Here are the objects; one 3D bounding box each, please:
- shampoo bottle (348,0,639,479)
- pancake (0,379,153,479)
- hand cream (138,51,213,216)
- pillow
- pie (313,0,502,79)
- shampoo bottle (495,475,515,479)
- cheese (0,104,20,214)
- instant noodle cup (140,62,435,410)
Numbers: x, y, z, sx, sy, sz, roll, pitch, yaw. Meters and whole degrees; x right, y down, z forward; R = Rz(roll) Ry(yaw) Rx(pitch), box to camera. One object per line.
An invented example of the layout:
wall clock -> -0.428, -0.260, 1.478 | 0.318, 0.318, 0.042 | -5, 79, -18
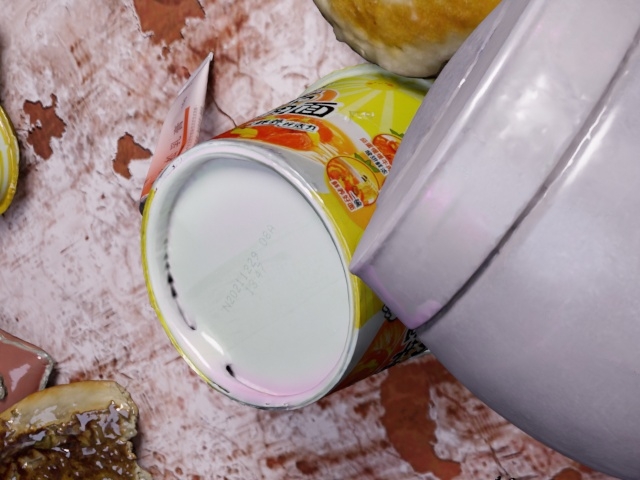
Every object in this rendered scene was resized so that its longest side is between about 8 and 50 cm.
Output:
shampoo bottle -> 0.174, -0.015, 0.570 | 0.266, 0.273, 0.273 | 33, 126, -3
pancake -> -0.278, 0.279, 1.155 | 0.244, 0.057, 0.266 | 45, 116, -8
hand cream -> -0.124, -0.081, 0.858 | 0.052, 0.216, 0.038 | -15, 135, 20
pillow -> -0.403, 0.193, 1.220 | 0.171, 0.075, 0.179 | 19, 118, 27
pie -> 0.063, -0.273, 0.680 | 0.339, 0.077, 0.339 | 31, 135, 36
shampoo bottle -> 0.135, 0.283, 0.863 | 0.087, 0.050, 0.183 | 36, 124, 25
cheese -> -0.397, -0.139, 1.105 | 0.177, 0.069, 0.270 | 24, 118, 29
instant noodle cup -> 0.000, 0.000, 0.772 | 0.264, 0.200, 0.264 | 12, 111, 34
